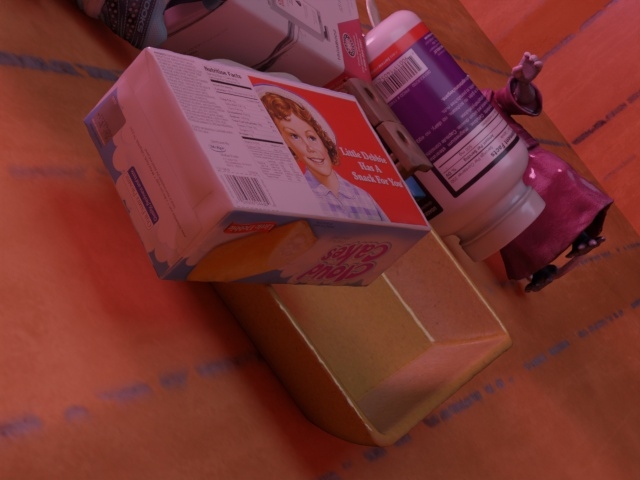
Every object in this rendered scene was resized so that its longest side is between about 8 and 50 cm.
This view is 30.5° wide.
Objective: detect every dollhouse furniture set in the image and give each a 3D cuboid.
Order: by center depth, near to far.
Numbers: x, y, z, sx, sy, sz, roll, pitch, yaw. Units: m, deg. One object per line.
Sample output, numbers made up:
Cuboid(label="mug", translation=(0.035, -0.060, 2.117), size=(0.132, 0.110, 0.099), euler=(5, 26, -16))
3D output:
Cuboid(label="dollhouse furniture set", translation=(0.057, -0.097, 1.379), size=(0.129, 0.129, 0.183), euler=(55, 22, 13))

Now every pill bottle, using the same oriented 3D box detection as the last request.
Cuboid(label="pill bottle", translation=(0.148, -0.132, 1.557), size=(0.323, 0.181, 0.181), euler=(50, 20, -4))

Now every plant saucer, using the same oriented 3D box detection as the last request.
Cuboid(label="plant saucer", translation=(0.003, 0.022, 1.090), size=(0.333, 0.081, 0.332), euler=(54, 28, 8))

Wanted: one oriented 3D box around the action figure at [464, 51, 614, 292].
Cuboid(label="action figure", translation=(0.290, -0.127, 1.755), size=(0.370, 0.248, 0.275), euler=(58, 21, 12))

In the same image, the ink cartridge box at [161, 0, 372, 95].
Cuboid(label="ink cartridge box", translation=(-0.074, -0.287, 1.383), size=(0.283, 0.117, 0.207), euler=(23, 51, -52))

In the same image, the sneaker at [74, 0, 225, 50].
Cuboid(label="sneaker", translation=(-0.119, -0.303, 1.199), size=(0.122, 0.283, 0.110), euler=(45, -13, -5))

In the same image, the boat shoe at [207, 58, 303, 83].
Cuboid(label="boat shoe", translation=(-0.083, -0.153, 1.274), size=(0.066, 0.063, 0.184), euler=(56, 29, 13))

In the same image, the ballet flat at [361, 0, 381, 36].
Cuboid(label="ballet flat", translation=(0.023, -0.367, 1.804), size=(0.107, 0.106, 0.316), euler=(16, 39, -57))

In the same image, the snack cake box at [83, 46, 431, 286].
Cuboid(label="snack cake box", translation=(-0.042, -0.051, 0.939), size=(0.264, 0.089, 0.152), euler=(5, 49, -53))
